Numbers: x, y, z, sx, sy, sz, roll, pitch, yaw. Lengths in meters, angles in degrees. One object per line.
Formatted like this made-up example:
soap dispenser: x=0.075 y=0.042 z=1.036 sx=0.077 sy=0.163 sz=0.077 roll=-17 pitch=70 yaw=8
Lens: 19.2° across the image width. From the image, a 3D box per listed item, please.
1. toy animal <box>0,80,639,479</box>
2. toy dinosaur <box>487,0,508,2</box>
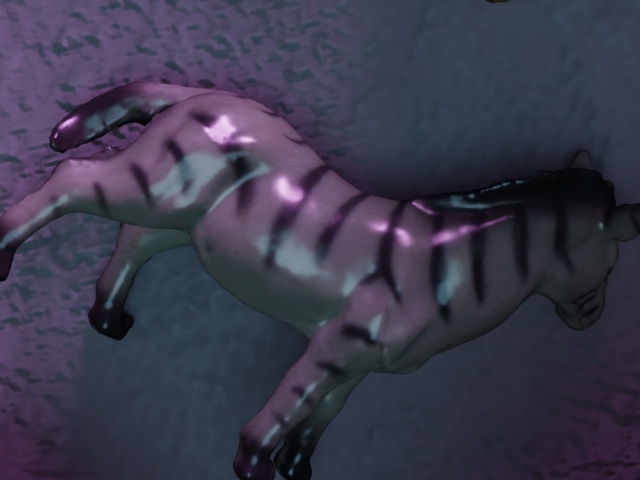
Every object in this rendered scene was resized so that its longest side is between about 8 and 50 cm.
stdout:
toy animal: x=0.001 y=0.001 z=0.721 sx=0.217 sy=0.073 sz=0.176 roll=36 pitch=98 yaw=-5
toy dinosaur: x=0.105 y=-0.156 z=0.689 sx=0.162 sy=0.039 sz=0.126 roll=-12 pitch=104 yaw=2
